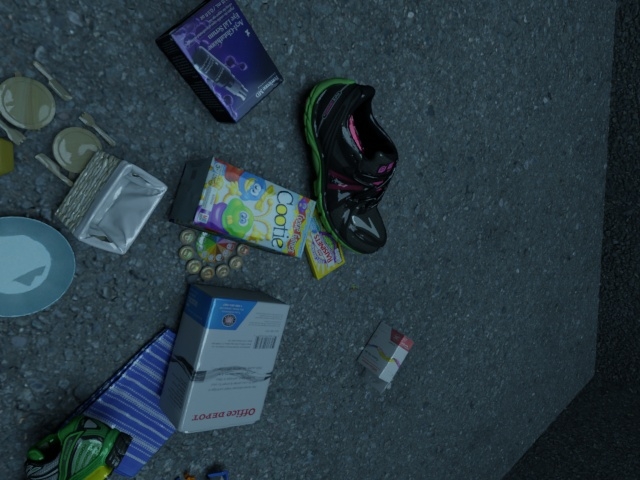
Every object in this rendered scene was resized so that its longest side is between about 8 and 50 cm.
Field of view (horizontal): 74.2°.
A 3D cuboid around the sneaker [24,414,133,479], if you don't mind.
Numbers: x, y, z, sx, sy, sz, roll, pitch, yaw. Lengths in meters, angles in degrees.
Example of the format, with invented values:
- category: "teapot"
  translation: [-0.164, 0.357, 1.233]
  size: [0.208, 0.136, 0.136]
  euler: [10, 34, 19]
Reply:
- category: "sneaker"
  translation: [-0.544, 0.474, 0.873]
  size: [0.146, 0.134, 0.343]
  euler: [44, 102, -11]

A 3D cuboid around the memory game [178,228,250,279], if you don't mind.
- category: "memory game"
  translation: [-0.252, 0.009, 1.024]
  size: [0.186, 0.012, 0.186]
  euler: [-12, 111, -32]

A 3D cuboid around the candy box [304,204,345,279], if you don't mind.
- category: "candy box"
  translation: [0.000, 0.000, 1.189]
  size: [0.105, 0.027, 0.206]
  euler: [-30, 120, -22]

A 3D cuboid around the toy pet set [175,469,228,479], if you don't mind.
- category: "toy pet set"
  translation: [-0.321, 0.669, 1.174]
  size: [0.114, 0.065, 0.122]
  euler: [-12, 113, 6]

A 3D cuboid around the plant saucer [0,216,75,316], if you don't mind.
- category: "plant saucer"
  translation: [-0.572, 0.046, 0.793]
  size: [0.195, 0.037, 0.195]
  euler: [-12, 112, -32]

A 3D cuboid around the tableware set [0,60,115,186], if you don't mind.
- category: "tableware set"
  translation: [-0.491, -0.204, 0.771]
  size: [0.128, 0.039, 0.194]
  euler: [-56, 134, -22]

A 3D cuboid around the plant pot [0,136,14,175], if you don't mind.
- category: "plant pot"
  translation: [-0.569, -0.145, 0.711]
  size: [0.083, 0.081, 0.081]
  euler: [-6, 109, -45]

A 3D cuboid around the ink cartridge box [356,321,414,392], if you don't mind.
- category: "ink cartridge box"
  translation: [0.203, 0.385, 1.401]
  size: [0.067, 0.115, 0.198]
  euler: [38, 81, -38]

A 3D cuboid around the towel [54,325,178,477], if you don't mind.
- category: "towel"
  translation: [-0.413, 0.395, 1.019]
  size: [0.336, 0.040, 0.243]
  euler: [-46, 126, -14]

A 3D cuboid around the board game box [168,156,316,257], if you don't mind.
- category: "board game box"
  translation: [-0.171, -0.066, 0.960]
  size: [0.275, 0.144, 0.142]
  euler: [20, 81, -38]

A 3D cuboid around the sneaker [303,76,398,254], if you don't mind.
- category: "sneaker"
  translation: [0.098, -0.163, 1.081]
  size: [0.185, 0.202, 0.483]
  euler: [-43, 128, -39]

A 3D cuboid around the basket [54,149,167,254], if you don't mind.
- category: "basket"
  translation: [-0.402, -0.076, 0.815]
  size: [0.167, 0.103, 0.113]
  euler: [-58, 154, -4]

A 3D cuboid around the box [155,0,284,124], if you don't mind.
- category: "box"
  translation: [-0.203, -0.370, 0.875]
  size: [0.153, 0.108, 0.207]
  euler: [-48, 125, -14]

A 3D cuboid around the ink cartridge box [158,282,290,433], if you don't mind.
- category: "ink cartridge box"
  translation: [-0.230, 0.277, 1.027]
  size: [0.223, 0.129, 0.308]
  euler: [14, 91, -44]
